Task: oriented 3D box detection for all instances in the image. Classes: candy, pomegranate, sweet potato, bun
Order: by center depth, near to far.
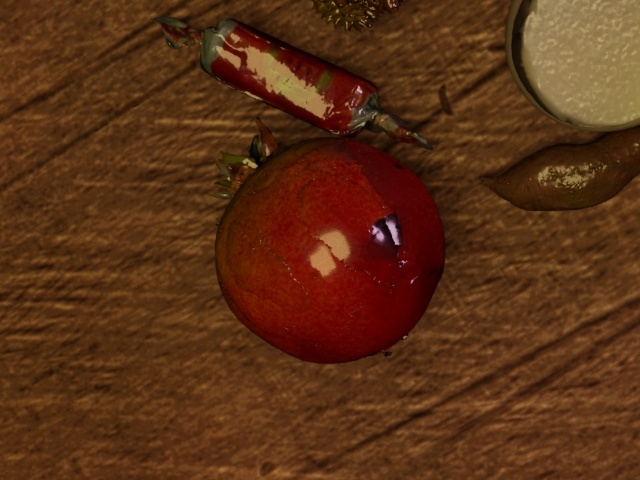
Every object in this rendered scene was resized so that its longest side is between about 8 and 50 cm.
[{"bbox_3d":[0.248,-0.183,1.463,0.173,0.120,0.173,2,107,6],"label":"bun"},{"bbox_3d":[0.000,0.000,1.504,0.210,0.210,0.235,-48,68,14],"label":"pomegranate"},{"bbox_3d":[0.257,-0.065,1.513,0.226,0.068,0.068,-16,97,10],"label":"sweet potato"},{"bbox_3d":[-0.027,-0.150,1.535,0.292,0.086,0.059,26,101,4],"label":"candy"}]

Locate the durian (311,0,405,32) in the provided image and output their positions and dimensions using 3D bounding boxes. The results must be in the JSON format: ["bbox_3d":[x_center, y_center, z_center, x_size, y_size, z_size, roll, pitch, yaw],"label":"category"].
[{"bbox_3d":[0.052,-0.276,1.480,0.158,0.137,0.168,-12,84,-7],"label":"durian"}]
